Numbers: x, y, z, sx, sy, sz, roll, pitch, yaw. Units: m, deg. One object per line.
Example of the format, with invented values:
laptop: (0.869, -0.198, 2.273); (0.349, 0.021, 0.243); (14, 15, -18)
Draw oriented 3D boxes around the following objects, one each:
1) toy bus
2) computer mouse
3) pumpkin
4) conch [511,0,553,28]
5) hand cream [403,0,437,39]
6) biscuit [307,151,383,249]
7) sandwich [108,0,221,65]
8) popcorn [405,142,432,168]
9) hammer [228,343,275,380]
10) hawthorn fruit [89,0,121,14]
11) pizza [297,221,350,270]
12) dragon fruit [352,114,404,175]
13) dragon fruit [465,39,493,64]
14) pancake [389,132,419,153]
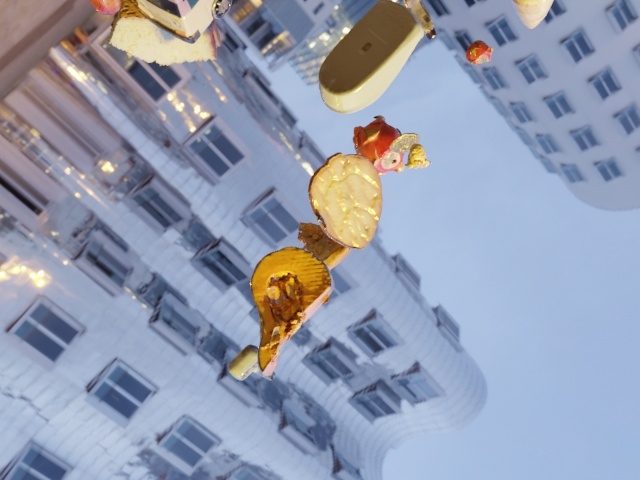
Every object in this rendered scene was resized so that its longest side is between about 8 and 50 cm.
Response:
toy bus: (-0.301, -0.765, 1.647); (0.440, 0.209, 0.249); (-53, 165, -9)
computer mouse: (0.090, -0.335, 1.172); (0.231, 0.079, 0.128); (-44, -119, 12)
pumpkin: (-0.056, 0.159, 1.429); (0.190, 0.139, 0.280); (-6, -107, -2)
conch: (0.586, -0.687, 1.793); (0.127, 0.255, 0.158); (-33, -117, -8)
hand cream: (0.322, -0.723, 2.030); (0.062, 0.163, 0.039); (-38, -160, -7)
biscuit: (0.068, -0.094, 1.580); (0.203, 0.260, 0.041); (-29, -155, -22)
sandwich: (-0.483, -0.660, 1.933); (0.326, 0.131, 0.262); (-7, 163, -2)
popcorn: (0.306, -0.253, 1.936); (0.084, 0.084, 0.084); (-34, -154, 19)
hammer: (-0.195, 0.397, 1.966); (0.116, 0.194, 0.069); (-46, -132, 1)
hawthorn fruit: (-0.478, -0.538, 1.400); (0.077, 0.077, 0.077); (-34, -154, 19)
pizza: (0.000, 0.000, 2.327); (0.189, 0.071, 0.297); (-32, -142, 3)
dragon fruit: (0.238, -0.380, 2.576); (0.224, 0.224, 0.227); (-36, -136, 15)
dragon fruit: (0.502, -0.593, 1.982); (0.083, 0.060, 0.056); (-17, -139, -12)
pancake: (0.280, -0.321, 2.079); (0.108, 0.108, 0.017); (-31, -117, 25)
